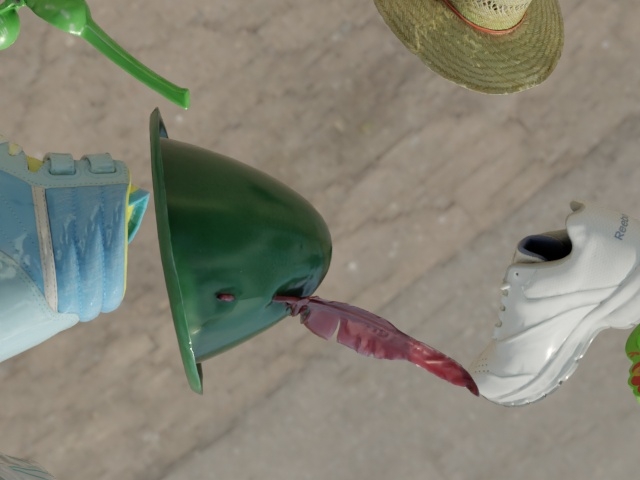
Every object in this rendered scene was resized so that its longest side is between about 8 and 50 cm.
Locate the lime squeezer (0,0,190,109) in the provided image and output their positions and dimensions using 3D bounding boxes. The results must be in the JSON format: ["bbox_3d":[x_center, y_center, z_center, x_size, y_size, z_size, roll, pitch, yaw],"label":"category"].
[{"bbox_3d":[-0.272,-0.179,1.556,0.059,0.310,0.110,-69,157,-63],"label":"lime squeezer"}]

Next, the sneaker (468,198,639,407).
[{"bbox_3d":[0.225,0.055,1.647,0.297,0.129,0.111,-50,-169,42],"label":"sneaker"}]

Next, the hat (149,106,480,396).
[{"bbox_3d":[0.000,0.000,1.022,0.183,0.173,0.208,-8,161,-2],"label":"hat"}]

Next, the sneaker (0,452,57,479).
[{"bbox_3d":[-0.139,0.147,0.875,0.152,0.061,0.054,41,100,-21],"label":"sneaker"}]

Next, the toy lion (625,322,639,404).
[{"bbox_3d":[0.257,0.083,1.220,0.096,0.100,0.034,-42,116,-16],"label":"toy lion"}]

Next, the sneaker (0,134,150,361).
[{"bbox_3d":[-0.252,-0.052,1.281,0.208,0.319,0.127,-19,158,-23],"label":"sneaker"}]

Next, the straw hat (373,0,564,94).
[{"bbox_3d":[0.107,-0.170,1.077,0.144,0.144,0.061,-22,160,-29],"label":"straw hat"}]
